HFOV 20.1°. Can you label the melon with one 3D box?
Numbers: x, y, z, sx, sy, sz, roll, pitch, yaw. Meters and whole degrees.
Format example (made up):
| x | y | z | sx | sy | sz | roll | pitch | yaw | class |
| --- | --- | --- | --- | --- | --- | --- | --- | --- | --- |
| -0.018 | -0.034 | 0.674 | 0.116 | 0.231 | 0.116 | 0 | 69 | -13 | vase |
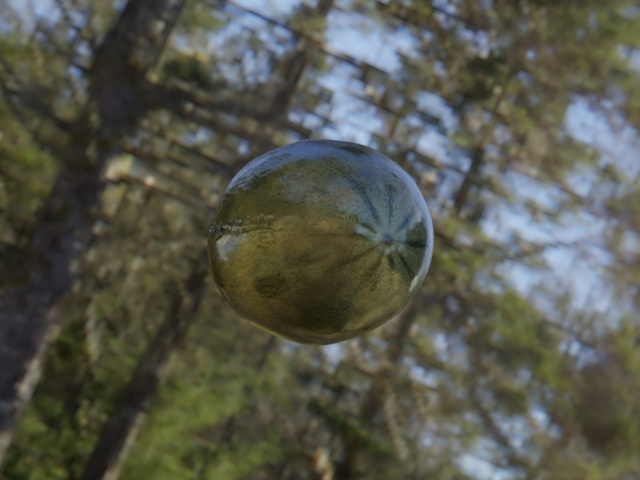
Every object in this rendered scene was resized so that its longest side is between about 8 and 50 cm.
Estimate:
| x | y | z | sx | sy | sz | roll | pitch | yaw | class |
| --- | --- | --- | --- | --- | --- | --- | --- | --- | --- |
| 0.000 | 0.000 | 0.841 | 0.098 | 0.098 | 0.130 | 27 | -15 | -18 | melon |
